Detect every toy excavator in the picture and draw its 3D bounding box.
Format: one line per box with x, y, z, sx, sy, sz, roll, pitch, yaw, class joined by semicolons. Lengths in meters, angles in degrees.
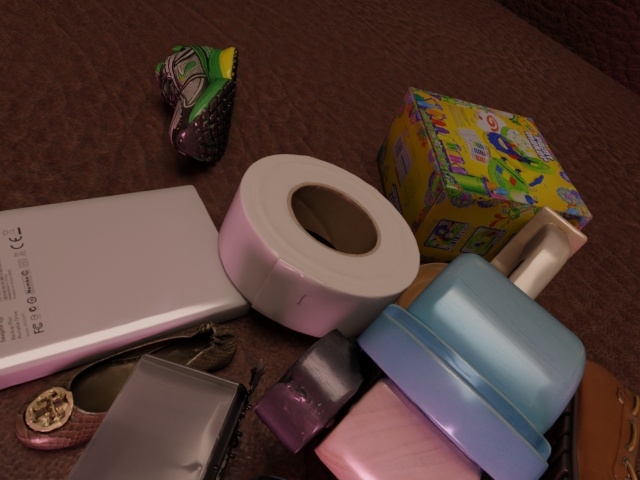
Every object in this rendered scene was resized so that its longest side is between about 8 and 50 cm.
0.197;0.105;0.561;0.445;0.433;0.222;-45;75;-3;toy excavator

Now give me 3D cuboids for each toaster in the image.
-0.140;0.209;0.435;0.110;0.168;0.185;21;45;-1;toaster

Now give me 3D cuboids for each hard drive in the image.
-0.297;0.042;0.614;0.353;0.047;0.233;-13;56;-31;hard drive

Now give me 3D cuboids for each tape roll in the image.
0.000;0.000;0.703;0.286;0.100;0.286;20;39;-17;tape roll

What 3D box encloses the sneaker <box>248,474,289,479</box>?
-0.009;0.290;0.481;0.162;0.073;0.063;26;45;2;sneaker

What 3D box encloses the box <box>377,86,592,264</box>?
0.283;-0.109;0.898;0.279;0.177;0.290;10;46;-14;box

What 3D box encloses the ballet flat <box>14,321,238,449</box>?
-0.205;0.150;0.542;0.250;0.058;0.084;-17;56;-33;ballet flat

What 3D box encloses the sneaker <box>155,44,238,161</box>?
-0.234;-0.257;0.878;0.146;0.134;0.343;4;38;-10;sneaker

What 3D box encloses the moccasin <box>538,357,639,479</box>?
0.334;0.309;0.573;0.147;0.139;0.380;27;35;15;moccasin

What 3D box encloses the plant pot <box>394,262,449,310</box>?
0.221;0.137;0.748;0.236;0.032;0.236;12;45;-12;plant pot
